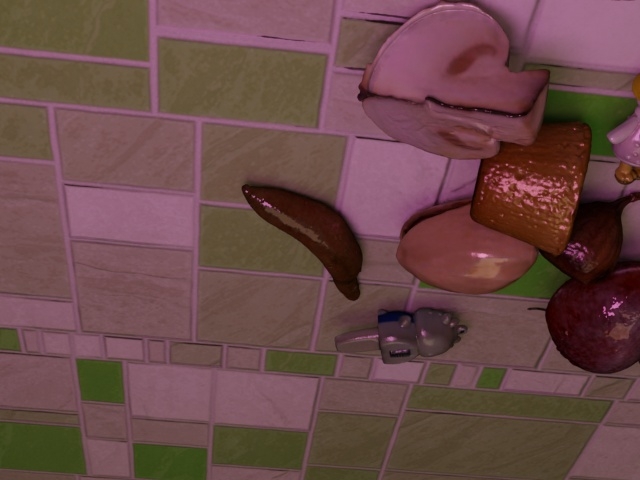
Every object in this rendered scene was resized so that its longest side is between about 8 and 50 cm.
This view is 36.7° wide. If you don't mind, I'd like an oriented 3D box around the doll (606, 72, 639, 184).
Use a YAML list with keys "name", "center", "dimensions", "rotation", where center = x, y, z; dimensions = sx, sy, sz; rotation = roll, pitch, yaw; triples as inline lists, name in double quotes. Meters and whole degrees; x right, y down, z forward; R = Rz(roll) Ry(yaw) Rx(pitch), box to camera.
- name: "doll"
  center: [0.474, -0.171, 1.387]
  dimensions: [0.129, 0.081, 0.207]
  rotation: [-12, 138, -14]

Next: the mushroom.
- name: "mushroom"
  center: [0.193, -0.213, 1.316]
  dimensions: [0.236, 0.162, 0.173]
  rotation: [12, 168, 15]

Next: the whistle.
- name: "whistle"
  center: [0.148, 0.174, 1.775]
  dimensions: [0.244, 0.092, 0.110]
  rotation: [-7, 139, 7]

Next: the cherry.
- name: "cherry"
  center: [0.498, 0.121, 1.647]
  dimensions: [0.192, 0.175, 0.250]
  rotation: [27, 135, -7]

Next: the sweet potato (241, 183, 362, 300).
- name: "sweet potato"
  center: [0.007, 0.002, 1.604]
  dimensions: [0.108, 0.079, 0.346]
  rotation: [6, 150, 41]

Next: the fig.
- name: "fig"
  center: [0.447, -0.024, 1.538]
  dimensions: [0.134, 0.146, 0.201]
  rotation: [45, 100, -3]

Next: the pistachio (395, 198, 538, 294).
- name: "pistachio"
  center: [0.236, 0.008, 1.546]
  dimensions: [0.229, 0.157, 0.157]
  rotation: [-2, 139, 14]

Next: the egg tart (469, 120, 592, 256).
- name: "egg tart"
  center: [0.304, -0.086, 1.421]
  dimensions: [0.147, 0.203, 0.203]
  rotation: [12, 139, 8]
